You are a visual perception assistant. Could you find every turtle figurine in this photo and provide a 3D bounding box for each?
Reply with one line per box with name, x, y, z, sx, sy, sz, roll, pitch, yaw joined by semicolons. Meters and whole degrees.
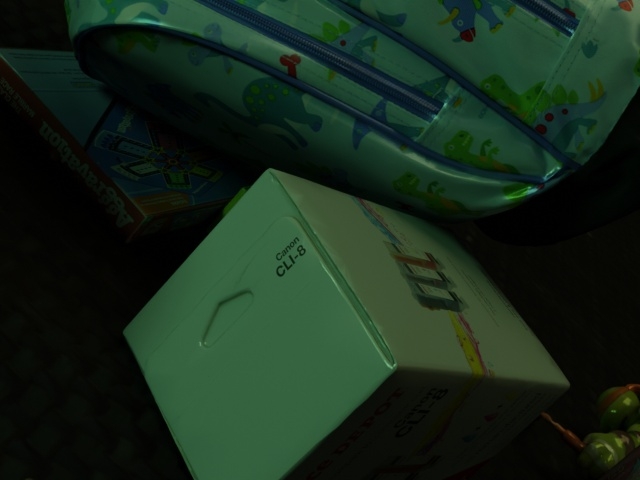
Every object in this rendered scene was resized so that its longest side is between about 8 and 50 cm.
turtle figurine;0.300;0.181;0.857;0.217;0.087;0.269;42;14;36

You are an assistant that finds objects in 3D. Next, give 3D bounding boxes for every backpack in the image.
backpack;0.021;-0.137;0.665;0.355;0.273;0.290;43;-5;-12

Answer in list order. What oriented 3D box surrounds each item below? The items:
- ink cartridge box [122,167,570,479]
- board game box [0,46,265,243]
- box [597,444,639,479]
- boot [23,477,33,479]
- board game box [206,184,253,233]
ink cartridge box;0.015;0.063;0.564;0.176;0.128;0.127;15;35;-50
board game box;-0.103;-0.075;0.757;0.145;0.027;0.281;46;21;10
box;0.299;0.153;0.661;0.154;0.300;0.142;48;21;10
boot;-0.031;0.161;0.360;0.219;0.082;0.106;35;25;-17
board game box;0.000;0.000;0.776;0.092;0.043;0.181;46;21;9
